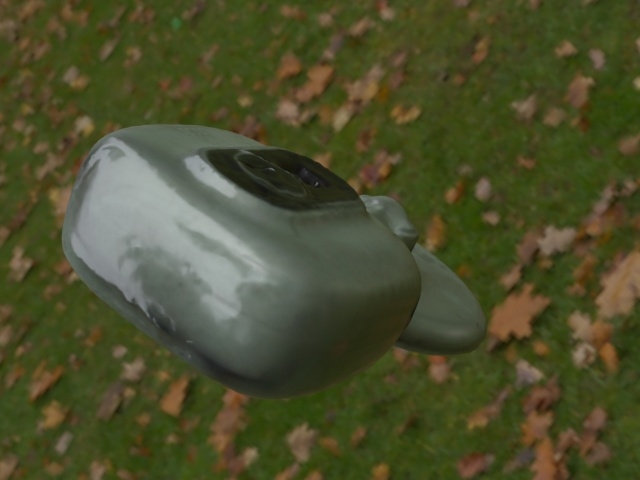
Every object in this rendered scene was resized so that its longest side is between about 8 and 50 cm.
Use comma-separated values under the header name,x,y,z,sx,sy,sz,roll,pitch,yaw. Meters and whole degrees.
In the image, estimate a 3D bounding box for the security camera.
name,x,y,z,sx,sy,sz,roll,pitch,yaw
security camera,0.000,0.000,0.690,0.157,0.301,0.080,34,106,20
